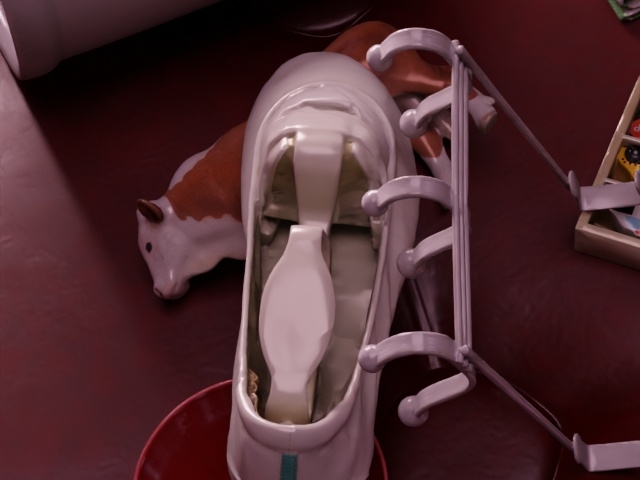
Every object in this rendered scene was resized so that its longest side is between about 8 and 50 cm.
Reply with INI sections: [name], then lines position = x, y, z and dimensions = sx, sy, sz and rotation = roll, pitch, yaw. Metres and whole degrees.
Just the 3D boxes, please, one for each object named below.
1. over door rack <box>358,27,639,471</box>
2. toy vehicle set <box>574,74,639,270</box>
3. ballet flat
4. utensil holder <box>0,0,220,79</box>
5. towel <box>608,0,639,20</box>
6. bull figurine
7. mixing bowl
[over door rack]
position = 0.125, 0.022, 1.320
dimensions = 0.108, 0.324, 0.240
rotation = -13, 65, 33
[toy vehicle set]
position = 0.357, -0.028, 1.485
dimensions = 0.266, 0.035, 0.166
rotation = 17, 61, 15
[ballet flat]
position = 0.000, 0.000, 1.326
dimensions = 0.139, 0.139, 0.400
rotation = 2, 58, 6
[utensil holder]
position = -0.131, -0.348, 1.569
dimensions = 0.385, 0.328, 0.328
rotation = -20, 58, -11
[towel]
position = 0.365, -0.342, 1.683
dimensions = 0.324, 0.038, 0.248
rotation = -21, 58, -8
[bull figurine]
position = -0.005, -0.055, 1.499
dimensions = 0.188, 0.101, 0.310
rotation = 35, 69, 19
[mixing bowl]
position = -0.038, 0.199, 1.340
dimensions = 0.181, 0.098, 0.181
rotation = -3, 58, 4
